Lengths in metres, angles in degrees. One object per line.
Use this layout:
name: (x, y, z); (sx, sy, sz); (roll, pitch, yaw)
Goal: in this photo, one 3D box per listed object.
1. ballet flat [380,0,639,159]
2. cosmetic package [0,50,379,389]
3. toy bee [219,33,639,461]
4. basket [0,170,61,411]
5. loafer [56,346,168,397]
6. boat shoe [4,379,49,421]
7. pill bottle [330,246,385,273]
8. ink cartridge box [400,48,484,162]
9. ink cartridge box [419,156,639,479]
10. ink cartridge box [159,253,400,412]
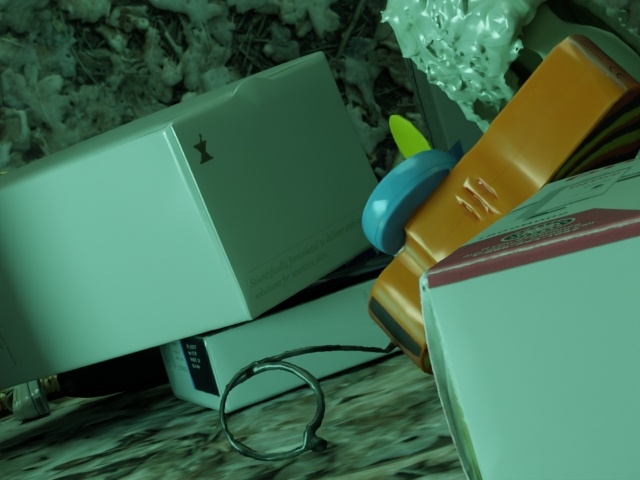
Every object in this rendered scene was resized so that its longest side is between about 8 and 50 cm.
ballet flat: (0.191, -0.074, 1.290); (0.147, 0.147, 0.409); (-14, -31, 34)
cosmetic package: (-0.153, -0.004, 1.470); (0.365, 0.155, 0.197); (-16, 9, 41)
toy bee: (0.082, 0.010, 1.172); (0.298, 0.195, 0.162); (-27, -23, 14)
basket: (-0.309, 0.045, 1.828); (0.299, 0.213, 0.223); (-18, 4, -10)
loafer: (-0.141, 0.091, 1.636); (0.170, 0.062, 0.061); (-21, 11, -32)
boat shoe: (-0.258, 0.133, 1.681); (0.035, 0.035, 0.100); (-24, 20, -6)
pill bottle: (0.000, 0.000, 1.621); (0.112, 0.112, 0.186); (-16, -20, 9)
ink cartridge box: (0.169, -0.103, 1.807); (0.129, 0.223, 0.307); (-17, 4, 1)
ink cartridge box: (0.183, 0.021, 0.891); (0.207, 0.117, 0.283); (-16, 5, 18)
ink cartridge box: (0.053, 0.045, 1.460); (0.333, 0.065, 0.165); (-17, 4, -17)
